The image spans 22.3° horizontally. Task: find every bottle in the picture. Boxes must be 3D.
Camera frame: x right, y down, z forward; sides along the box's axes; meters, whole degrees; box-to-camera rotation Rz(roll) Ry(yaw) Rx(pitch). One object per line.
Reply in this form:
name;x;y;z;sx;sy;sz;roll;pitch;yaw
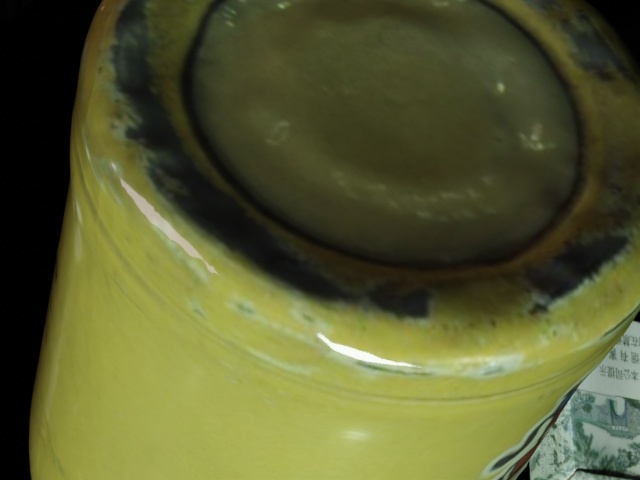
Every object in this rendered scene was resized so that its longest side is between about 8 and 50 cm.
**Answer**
bottle;-0.016;0.063;0.570;0.351;0.171;0.172;109;151;-51

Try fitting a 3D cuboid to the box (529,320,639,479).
box;0.098;0.068;0.566;0.024;0.054;0.083;-18;65;45
